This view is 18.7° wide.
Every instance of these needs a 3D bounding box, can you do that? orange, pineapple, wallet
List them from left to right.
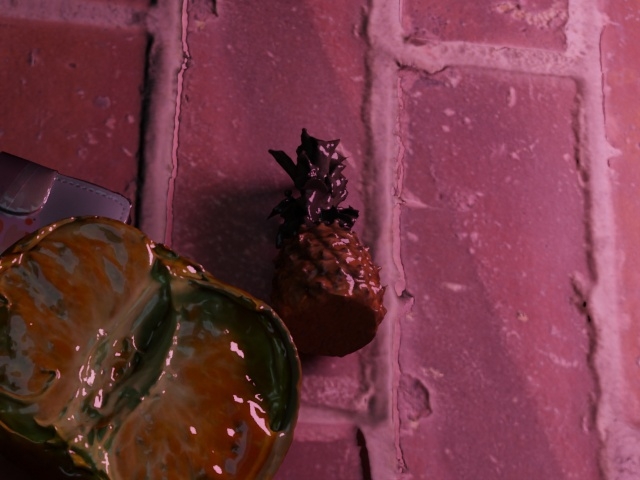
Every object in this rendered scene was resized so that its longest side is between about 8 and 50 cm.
[{"bbox_3d":[-0.336,-0.007,2.024,0.250,0.075,0.176,19,59,1],"label":"wallet"},{"bbox_3d":[-0.183,0.133,1.879,0.334,0.196,0.262,25,79,2],"label":"orange"},{"bbox_3d":[0.001,0.000,2.064,0.128,0.128,0.248,1,51,-10],"label":"pineapple"}]
